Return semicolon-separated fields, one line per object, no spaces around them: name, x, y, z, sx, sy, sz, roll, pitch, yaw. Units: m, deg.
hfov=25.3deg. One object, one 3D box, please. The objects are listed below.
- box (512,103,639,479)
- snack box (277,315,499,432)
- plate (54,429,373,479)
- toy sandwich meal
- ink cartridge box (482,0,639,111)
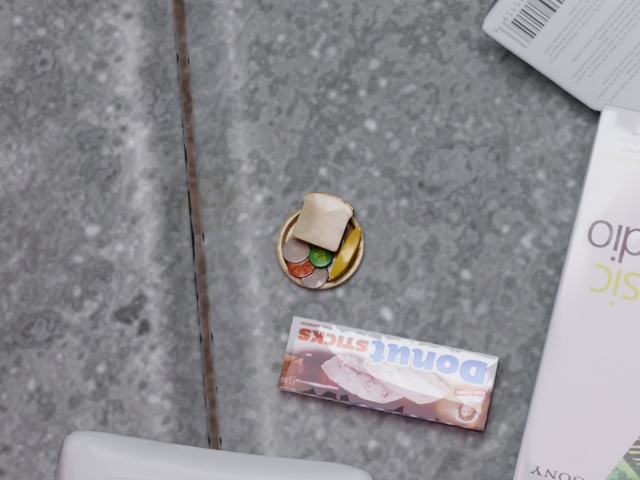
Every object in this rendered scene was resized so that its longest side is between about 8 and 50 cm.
box;0.300;0.072;1.132;0.232;0.058;0.322;13;89;11
snack box;0.057;0.112;1.198;0.178;0.022;0.064;11;78;12
plate;-0.109;0.306;1.169;0.277;0.045;0.278;6;78;11
toy sandwich meal;0.000;0.000;1.229;0.085;0.029;0.085;-2;77;9
ink cartridge box;0.301;-0.206;1.131;0.239;0.275;0.060;35;40;-4
